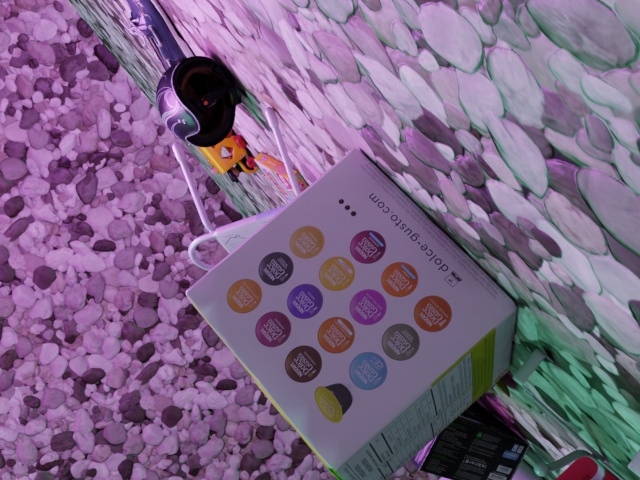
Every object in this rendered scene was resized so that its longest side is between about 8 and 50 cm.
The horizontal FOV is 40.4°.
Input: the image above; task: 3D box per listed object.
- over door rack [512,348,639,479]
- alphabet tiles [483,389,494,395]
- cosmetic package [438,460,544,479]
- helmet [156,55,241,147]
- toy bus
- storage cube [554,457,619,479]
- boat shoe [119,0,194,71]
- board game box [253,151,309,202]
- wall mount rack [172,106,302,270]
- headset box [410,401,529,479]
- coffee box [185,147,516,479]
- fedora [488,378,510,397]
[{"bbox_3d":[0.389,0.324,1.188,0.324,0.108,0.239,55,170,-35],"label":"over door rack"},{"bbox_3d":[0.229,0.270,1.773,0.237,0.009,0.198,21,165,1],"label":"alphabet tiles"},{"bbox_3d":[0.413,0.753,2.059,0.329,0.393,0.327,55,171,-36],"label":"cosmetic package"},{"bbox_3d":[-0.244,-0.273,1.722,0.169,0.169,0.161,50,157,0],"label":"helmet"},{"bbox_3d":[-0.240,-0.212,2.214,0.202,0.104,0.191,46,172,32],"label":"toy bus"},{"bbox_3d":[0.447,0.503,1.405,0.183,0.193,0.215,40,167,51],"label":"storage cube"},{"bbox_3d":[-0.358,-0.447,1.833,0.254,0.079,0.095,55,171,-36],"label":"boat shoe"},{"bbox_3d":[-0.073,-0.126,1.952,0.124,0.039,0.259,54,174,-25],"label":"board game box"},{"bbox_3d":[-0.119,-0.078,1.666,0.304,0.350,0.130,54,-154,-42],"label":"wall mount rack"},{"bbox_3d":[0.260,0.398,1.887,0.246,0.131,0.283,24,-174,-29],"label":"headset box"},{"bbox_3d":[0.059,0.143,1.329,0.337,0.334,0.338,47,172,23],"label":"coffee box"},{"bbox_3d":[0.253,0.233,1.553,0.194,0.079,0.194,45,-179,-1],"label":"fedora"}]
